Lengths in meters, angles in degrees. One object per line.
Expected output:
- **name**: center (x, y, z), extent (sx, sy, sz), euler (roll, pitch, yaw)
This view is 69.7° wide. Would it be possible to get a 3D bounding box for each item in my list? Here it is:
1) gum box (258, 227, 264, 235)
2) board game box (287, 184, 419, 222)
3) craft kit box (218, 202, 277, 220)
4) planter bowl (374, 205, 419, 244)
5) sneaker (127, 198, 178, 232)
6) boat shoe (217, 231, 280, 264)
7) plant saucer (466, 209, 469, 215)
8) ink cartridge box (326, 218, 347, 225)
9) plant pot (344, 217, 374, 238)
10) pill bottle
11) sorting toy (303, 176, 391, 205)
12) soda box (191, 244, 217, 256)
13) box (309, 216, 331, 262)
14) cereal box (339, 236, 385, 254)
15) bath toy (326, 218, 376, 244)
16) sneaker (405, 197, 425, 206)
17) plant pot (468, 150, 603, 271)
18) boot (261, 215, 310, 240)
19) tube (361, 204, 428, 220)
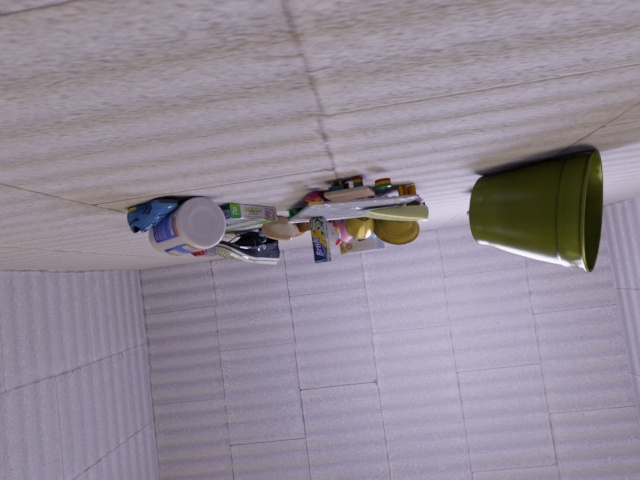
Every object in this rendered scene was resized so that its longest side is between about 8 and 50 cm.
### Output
- **gum box**: center (-0.184, -0.052, 2.256), extent (0.156, 0.041, 0.184), euler (-11, 175, 41)
- **board game box**: center (0.101, -0.130, 1.685), extent (0.389, 0.051, 0.390), euler (-6, 176, -16)
- **craft kit box**: center (-0.324, -0.078, 1.630), extent (0.249, 0.061, 0.246), euler (-10, 172, 31)
- **planter bowl**: center (0.338, -0.090, 2.033), extent (0.216, 0.217, 0.090), euler (-7, 139, -7)
- **sneaker**: center (-0.477, -0.069, 1.316), extent (0.209, 0.082, 0.069), euler (-12, 172, 34)
- **boat shoe**: center (-0.354, 0.030, 2.281), extent (0.186, 0.156, 0.500), euler (11, 180, 25)
- **plant saucer**: center (0.807, -0.179, 1.903), extent (0.399, 0.101, 0.400), euler (-8, 176, -1)
- **ink cartridge box**: center (0.063, -0.070, 2.226), extent (0.175, 0.073, 0.127), euler (-3, 173, -41)
- **plant pot**: center (0.177, -0.087, 1.992), extent (0.134, 0.134, 0.095), euler (-7, 151, -9)
- **pill bottle**: center (-0.419, -0.033, 1.402), extent (0.152, 0.153, 0.271), euler (-3, 175, -42)
- **sorting toy**: center (0.078, -0.153, 1.374), extent (0.274, 0.047, 0.132), euler (-9, 175, 15)
- **soda box**: center (-0.476, 0.002, 1.790), extent (0.083, 0.092, 0.263), euler (-2, -174, -27)
- **box**: center (0.000, 0.000, 1.755), extent (0.059, 0.169, 0.054), euler (-8, 176, 14)
- **cereal box**: center (0.216, -0.024, 2.440), extent (0.239, 0.173, 0.047), euler (-7, 175, 8)
- **bath toy**: center (0.149, -0.048, 2.118), extent (0.348, 0.152, 0.129), euler (-10, -147, -37)
- **sneaker**: center (0.394, -0.140, 1.953), extent (0.077, 0.072, 0.178), euler (2, 174, 22)
- **plant pot**: center (0.692, -0.094, 1.497), extent (0.352, 0.367, 0.366), euler (3, -177, 39)
- **boot**: center (-0.184, -0.041, 2.004), extent (0.295, 0.104, 0.211), euler (-9, 177, -44)
- **tube**: center (0.276, -0.101, 1.692), extent (0.239, 0.062, 0.070), euler (-2, 131, -8)
